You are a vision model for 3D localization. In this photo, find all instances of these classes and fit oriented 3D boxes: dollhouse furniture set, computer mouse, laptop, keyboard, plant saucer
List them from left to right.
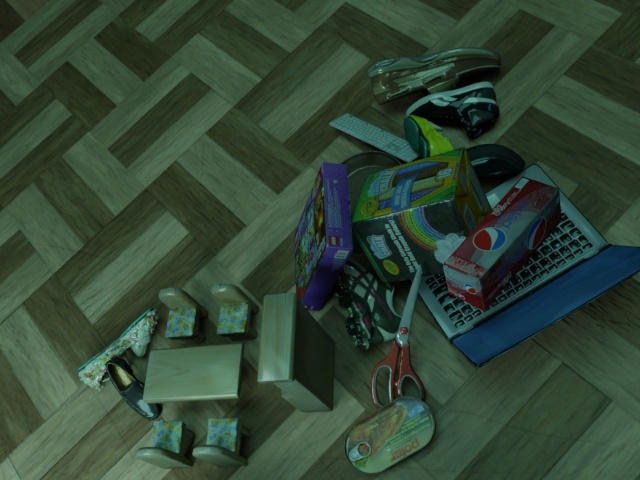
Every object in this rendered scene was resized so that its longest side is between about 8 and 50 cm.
[{"bbox_3d":[-0.197,0.254,1.435,0.394,0.256,0.362,-7,60,16],"label":"dollhouse furniture set"},{"bbox_3d":[0.111,-0.121,1.663,0.198,0.036,0.199,-9,59,16],"label":"plant saucer"},{"bbox_3d":[0.138,-0.254,1.720,0.256,0.014,0.072,31,44,31],"label":"keyboard"},{"bbox_3d":[0.314,-0.165,1.544,0.262,0.060,0.184,-2,25,19],"label":"computer mouse"},{"bbox_3d":[0.373,0.023,1.369,0.382,0.236,0.408,-31,57,1],"label":"laptop"}]

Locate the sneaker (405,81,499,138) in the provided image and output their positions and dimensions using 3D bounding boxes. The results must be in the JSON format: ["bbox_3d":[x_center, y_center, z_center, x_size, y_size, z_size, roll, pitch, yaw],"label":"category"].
[{"bbox_3d":[0.314,-0.289,1.657,0.216,0.079,0.121,-16,67,19],"label":"sneaker"}]

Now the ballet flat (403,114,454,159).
[{"bbox_3d":[0.250,-0.231,1.601,0.077,0.077,0.231,-7,26,-4],"label":"ballet flat"}]

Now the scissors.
[{"bbox_3d":[0.154,0.196,1.399,0.109,0.021,0.297,0,94,14],"label":"scissors"}]

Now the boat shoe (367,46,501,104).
[{"bbox_3d":[0.281,-0.398,1.721,0.324,0.123,0.116,-8,94,6],"label":"boat shoe"}]

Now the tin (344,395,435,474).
[{"bbox_3d":[0.136,0.381,1.365,0.189,0.040,0.106,-31,63,5],"label":"tin"}]

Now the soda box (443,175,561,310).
[{"bbox_3d":[0.341,0.002,1.302,0.083,0.092,0.263,28,61,39],"label":"soda box"}]

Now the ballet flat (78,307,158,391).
[{"bbox_3d":[-0.459,0.260,1.645,0.241,0.091,0.077,-41,87,0],"label":"ballet flat"}]

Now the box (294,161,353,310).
[{"bbox_3d":[0.000,0.000,1.492,0.057,0.293,0.201,5,59,-12],"label":"box"}]

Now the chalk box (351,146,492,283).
[{"bbox_3d":[0.184,-0.042,1.449,0.289,0.180,0.179,-12,34,30],"label":"chalk box"}]

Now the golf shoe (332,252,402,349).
[{"bbox_3d":[0.092,0.107,1.523,0.120,0.105,0.273,-13,57,-13],"label":"golf shoe"}]

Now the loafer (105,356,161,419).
[{"bbox_3d":[-0.424,0.334,1.563,0.170,0.061,0.062,44,85,7],"label":"loafer"}]
